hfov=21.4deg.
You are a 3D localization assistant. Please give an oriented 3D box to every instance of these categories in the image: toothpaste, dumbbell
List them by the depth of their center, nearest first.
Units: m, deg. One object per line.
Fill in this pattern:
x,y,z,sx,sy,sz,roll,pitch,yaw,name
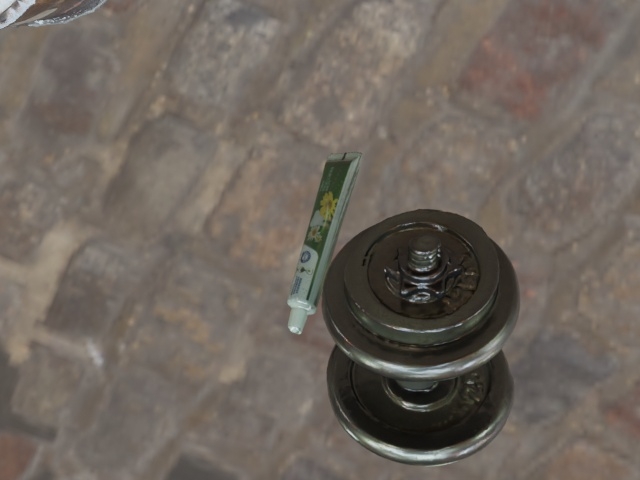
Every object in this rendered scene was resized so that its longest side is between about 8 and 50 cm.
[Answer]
0.097,0.097,1.642,0.192,0.192,0.290,7,141,7,dumbbell
0.000,0.000,1.751,0.049,0.204,0.031,-2,154,43,toothpaste

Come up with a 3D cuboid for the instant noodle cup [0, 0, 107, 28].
-0.276,-0.269,1.425,0.218,0.207,0.217,3,106,9,instant noodle cup
